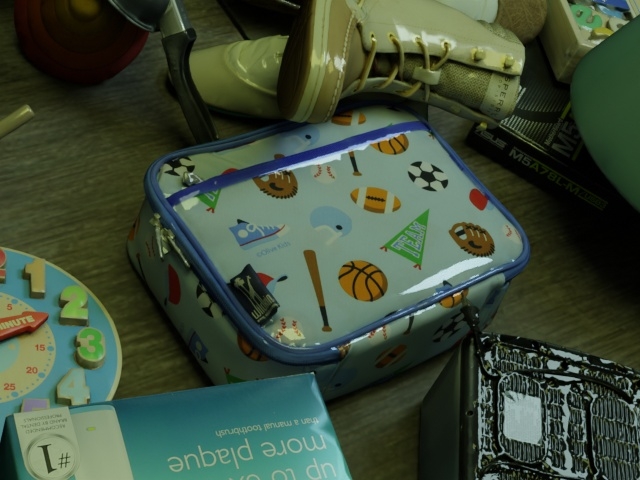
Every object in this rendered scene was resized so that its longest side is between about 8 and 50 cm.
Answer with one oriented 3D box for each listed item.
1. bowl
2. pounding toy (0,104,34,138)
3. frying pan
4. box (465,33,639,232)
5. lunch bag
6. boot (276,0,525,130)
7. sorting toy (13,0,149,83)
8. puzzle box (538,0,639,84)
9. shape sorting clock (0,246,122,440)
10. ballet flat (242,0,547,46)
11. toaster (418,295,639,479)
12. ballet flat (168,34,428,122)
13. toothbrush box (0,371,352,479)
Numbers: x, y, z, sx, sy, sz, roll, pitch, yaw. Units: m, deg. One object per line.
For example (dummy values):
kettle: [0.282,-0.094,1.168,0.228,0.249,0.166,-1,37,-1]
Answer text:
bowl: [0.402,-0.131,1.135,0.312,0.163,0.311,15,45,-15]
pounding toy: [-0.316,-0.119,1.010,0.181,0.094,0.206,12,84,-9]
frying pan: [-0.151,-0.212,1.055,0.326,0.053,0.197,68,17,14]
box: [0.263,-0.118,1.280,0.184,0.045,0.190,33,47,4]
lunch bag: [0.000,0.000,1.033,0.303,0.115,0.243,-18,59,-34]
boot: [0.073,-0.147,1.068,0.204,0.095,0.262,22,28,-7]
sorting toy: [-0.283,-0.284,1.048,0.127,0.126,0.365,-44,102,-6]
puzzle box: [0.415,-0.243,1.406,0.409,0.052,0.272,9,44,-20]
shape sorting clock: [-0.244,0.074,0.902,0.206,0.040,0.206,12,37,-9]
ballet flat: [0.065,-0.249,1.234,0.343,0.116,0.124,14,8,-6]
toaster: [0.165,0.163,0.963,0.168,0.110,0.185,15,52,-12]
ballet flat: [-0.013,-0.149,1.168,0.249,0.086,0.086,13,49,-12]
toothbrush box: [-0.072,0.249,0.790,0.216,0.126,0.295,-4,56,-24]
